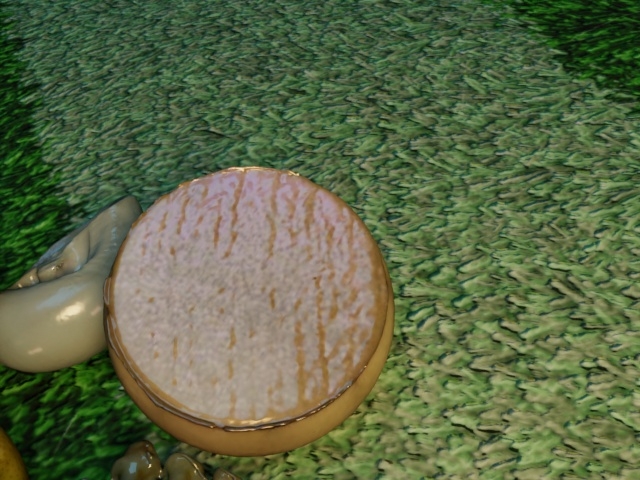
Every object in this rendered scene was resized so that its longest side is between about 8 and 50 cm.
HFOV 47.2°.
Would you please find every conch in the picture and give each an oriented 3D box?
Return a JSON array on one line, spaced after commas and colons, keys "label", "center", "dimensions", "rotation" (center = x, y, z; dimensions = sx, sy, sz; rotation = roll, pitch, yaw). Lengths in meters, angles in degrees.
[{"label": "conch", "center": [-0.263, 0.047, 0.788], "dimensions": [0.185, 0.121, 0.221], "rotation": [19, 57, 37]}]

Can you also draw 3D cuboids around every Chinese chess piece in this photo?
[{"label": "Chinese chess piece", "center": [-0.065, 0.064, 0.688], "dimensions": [0.270, 0.112, 0.270], "rotation": [2, 66, -4]}]

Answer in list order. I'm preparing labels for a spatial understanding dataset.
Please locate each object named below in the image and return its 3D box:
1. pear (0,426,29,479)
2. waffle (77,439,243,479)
[{"label": "pear", "center": [-0.344, 0.220, 0.595], "dimensions": [0.198, 0.198, 0.198], "rotation": [-5, 47, 5]}, {"label": "waffle", "center": [-0.130, 0.312, 0.561], "dimensions": [0.309, 0.056, 0.292], "rotation": [23, 58, 26]}]
